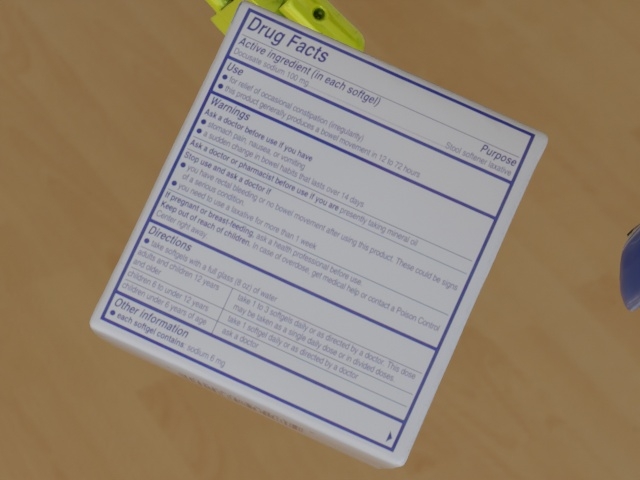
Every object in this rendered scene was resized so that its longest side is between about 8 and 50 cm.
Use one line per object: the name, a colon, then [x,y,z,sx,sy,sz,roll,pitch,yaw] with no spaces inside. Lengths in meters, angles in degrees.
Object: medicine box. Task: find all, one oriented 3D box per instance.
medicine box: [0.000,0.000,1.332,0.263,0.149,0.289,24,82,3]

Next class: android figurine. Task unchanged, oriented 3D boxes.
android figurine: [-0.024,-0.200,1.749,0.273,0.248,0.056,45,77,-8]

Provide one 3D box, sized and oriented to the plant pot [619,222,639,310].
plant pot: [0.314,0.022,0.958,0.236,0.236,0.212,-34,81,-8]
